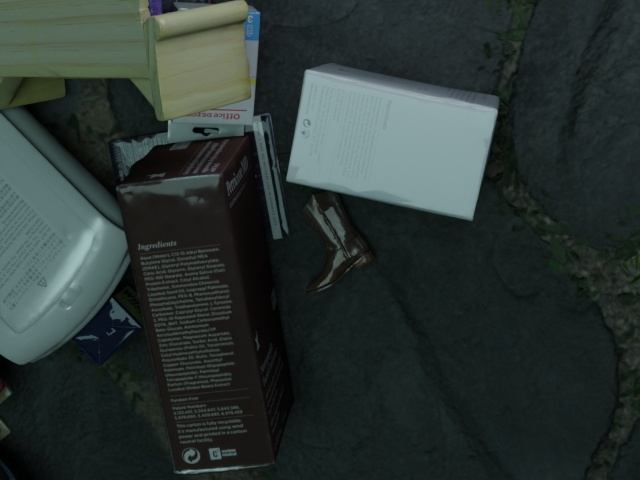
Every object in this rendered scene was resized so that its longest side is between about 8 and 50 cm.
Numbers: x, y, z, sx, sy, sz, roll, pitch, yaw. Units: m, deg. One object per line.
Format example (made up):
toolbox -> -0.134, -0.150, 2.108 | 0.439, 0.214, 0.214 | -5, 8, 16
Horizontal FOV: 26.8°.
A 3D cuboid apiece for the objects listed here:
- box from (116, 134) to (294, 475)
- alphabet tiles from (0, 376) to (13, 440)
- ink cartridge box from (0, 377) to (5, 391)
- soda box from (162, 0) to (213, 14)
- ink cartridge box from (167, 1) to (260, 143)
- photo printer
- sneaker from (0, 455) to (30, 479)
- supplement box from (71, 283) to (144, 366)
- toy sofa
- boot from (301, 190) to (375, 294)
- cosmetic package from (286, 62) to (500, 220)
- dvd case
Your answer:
box -> -0.136, 0.077, 1.683 | 0.143, 0.191, 0.381 | -8, 108, 10
alphabet tiles -> -0.554, 0.238, 1.890 | 0.237, 0.009, 0.198 | -39, 92, 12
ink cartridge box -> -0.504, 0.141, 1.755 | 0.127, 0.072, 0.175 | 25, 148, 28
soda box -> -0.177, -0.282, 1.717 | 0.060, 0.053, 0.168 | 18, 102, 4
ink cartridge box -> -0.135, -0.202, 1.680 | 0.104, 0.061, 0.181 | 0, 108, -13
photo printer -> -0.397, -0.012, 1.743 | 0.307, 0.107, 0.256 | 43, 102, 12
sneaker -> -0.542, 0.295, 1.808 | 0.341, 0.139, 0.125 | 36, 101, -11
supplement box -> -0.274, 0.112, 1.786 | 0.083, 0.083, 0.056 | -43, 93, 13
toy sofa -> -0.263, -0.243, 1.598 | 0.363, 0.150, 0.177 | 5, 107, 39
boot -> 0.000, 0.000, 1.750 | 0.106, 0.037, 0.114 | -33, 97, -1
cosmetic package -> 0.094, -0.123, 1.618 | 0.225, 0.224, 0.138 | 11, 101, 7
dvd case -> -0.160, -0.069, 1.771 | 0.221, 0.018, 0.164 | -9, 97, 11
